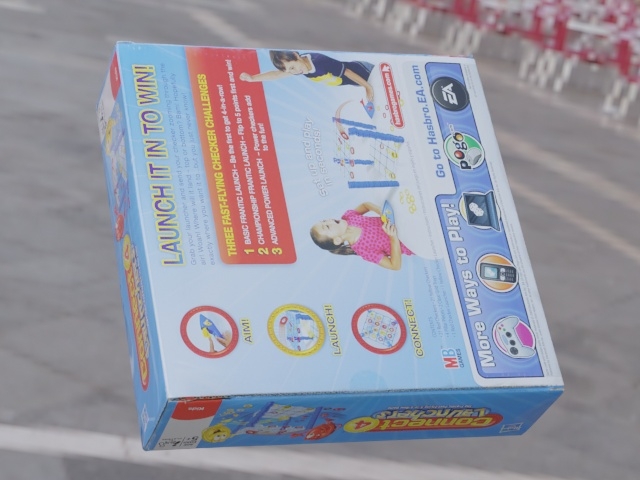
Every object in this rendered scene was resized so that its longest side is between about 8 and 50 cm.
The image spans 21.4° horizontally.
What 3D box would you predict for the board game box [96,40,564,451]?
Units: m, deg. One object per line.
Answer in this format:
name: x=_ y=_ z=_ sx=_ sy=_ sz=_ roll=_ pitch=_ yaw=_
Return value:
board game box: x=0.000 y=0.000 z=1.287 sx=0.302 sy=0.086 sz=0.308 roll=0 pitch=58 yaw=-19
